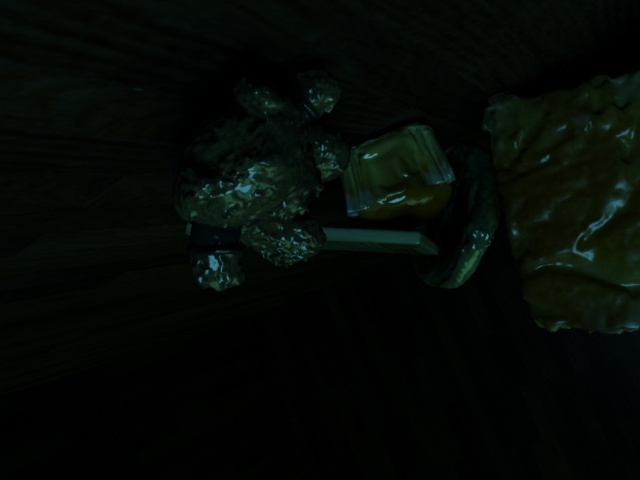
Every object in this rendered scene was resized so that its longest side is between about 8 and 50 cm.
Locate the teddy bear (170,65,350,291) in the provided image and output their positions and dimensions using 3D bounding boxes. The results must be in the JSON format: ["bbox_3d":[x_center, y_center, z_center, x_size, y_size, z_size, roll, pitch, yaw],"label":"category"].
[{"bbox_3d":[-0.055,-0.048,0.456,0.129,0.181,0.251,14,176,6],"label":"teddy bear"}]

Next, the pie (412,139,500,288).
[{"bbox_3d":[0.197,-0.039,0.876,0.054,0.240,0.240,9,164,-12],"label":"pie"}]

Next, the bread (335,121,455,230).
[{"bbox_3d":[0.095,-0.067,0.774,0.136,0.107,0.241,-19,173,2],"label":"bread"}]

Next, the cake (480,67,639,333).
[{"bbox_3d":[0.405,-0.053,0.758,0.293,0.314,0.307,-9,177,35],"label":"cake"}]

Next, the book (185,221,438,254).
[{"bbox_3d":[0.000,0.000,0.782,0.296,0.020,0.208,3,176,17],"label":"book"}]
